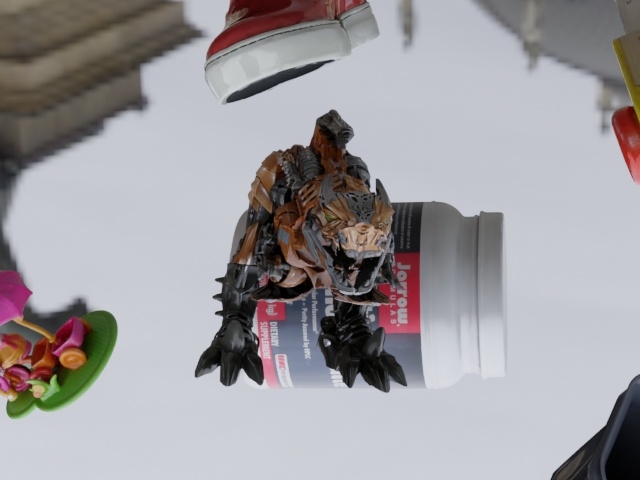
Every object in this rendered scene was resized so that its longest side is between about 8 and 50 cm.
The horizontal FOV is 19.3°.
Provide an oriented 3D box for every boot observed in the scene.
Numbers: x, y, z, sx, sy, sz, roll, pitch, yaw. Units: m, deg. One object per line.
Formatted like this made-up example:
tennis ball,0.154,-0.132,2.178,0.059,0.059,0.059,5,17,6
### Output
boot,-0.041,-0.186,1.179,0.088,0.176,0.244,-18,-170,16

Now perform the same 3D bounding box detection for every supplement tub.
supplement tub,0.051,0.056,1.914,0.272,0.191,0.191,-1,-161,7

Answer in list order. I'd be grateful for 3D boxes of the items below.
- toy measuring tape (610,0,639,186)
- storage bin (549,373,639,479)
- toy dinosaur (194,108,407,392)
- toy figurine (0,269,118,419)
toy measuring tape,0.292,-0.132,1.582,0.121,0.121,0.330,-3,-138,-5
storage bin,0.173,0.140,0.930,0.135,0.091,0.098,38,-132,-7
toy dinosaur,0.000,0.000,1.496,0.164,0.218,0.322,7,-168,7
toy figurine,-0.333,0.099,2.020,0.173,0.159,0.130,-33,-146,27
